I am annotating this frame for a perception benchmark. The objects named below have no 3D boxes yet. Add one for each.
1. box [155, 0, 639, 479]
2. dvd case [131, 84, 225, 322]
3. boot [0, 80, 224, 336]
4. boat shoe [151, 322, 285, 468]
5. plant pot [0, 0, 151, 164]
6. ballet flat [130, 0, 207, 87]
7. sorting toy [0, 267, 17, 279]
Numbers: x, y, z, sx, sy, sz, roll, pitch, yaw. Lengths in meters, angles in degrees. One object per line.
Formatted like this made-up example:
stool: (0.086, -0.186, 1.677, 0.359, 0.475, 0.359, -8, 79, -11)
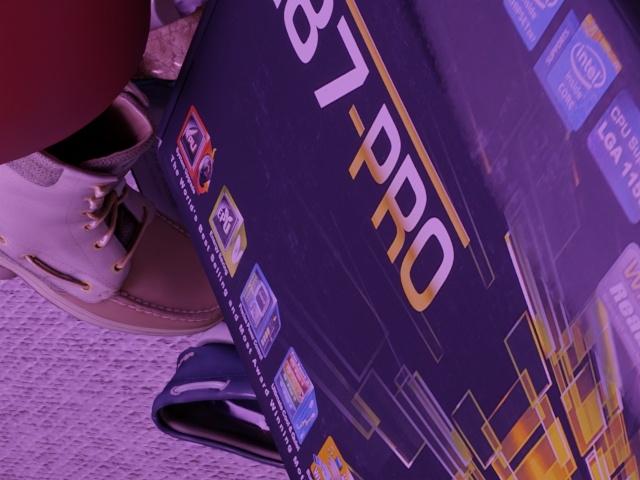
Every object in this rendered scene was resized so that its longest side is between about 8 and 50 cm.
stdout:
box: (0.073, 0.010, 0.649, 0.395, 0.097, 0.318, 67, 147, 28)
dvd case: (0.000, 0.000, 0.985, 0.253, 0.022, 0.180, 13, 138, 33)
boot: (-0.118, -0.023, 0.938, 0.213, 0.077, 0.165, 26, 151, -17)
boat shoe: (0.006, 0.116, 1.061, 0.255, 0.079, 0.095, 16, 139, 30)
plant pot: (-0.200, -0.203, 0.751, 0.275, 0.275, 0.243, 27, 135, 17)
ballet flat: (-0.086, -0.111, 0.915, 0.206, 0.073, 0.067, -1, 102, 40)
sorting toy: (-0.250, -0.043, 1.038, 0.208, 0.038, 0.193, 12, 142, -22)
